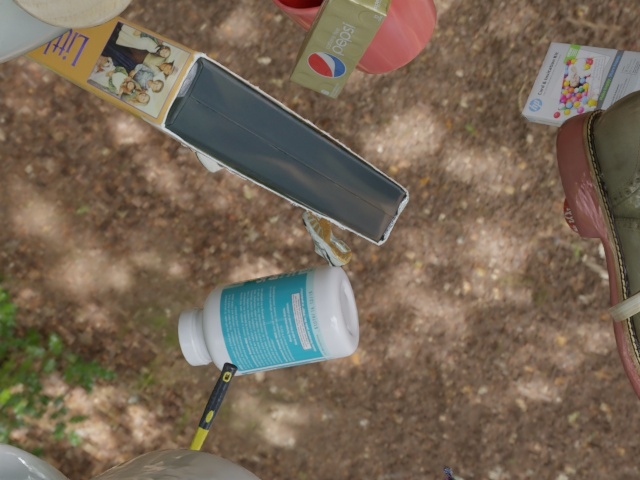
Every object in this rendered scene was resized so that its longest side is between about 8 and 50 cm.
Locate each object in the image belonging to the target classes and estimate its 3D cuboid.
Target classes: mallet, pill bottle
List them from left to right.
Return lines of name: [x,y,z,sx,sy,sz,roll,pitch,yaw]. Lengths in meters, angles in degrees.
mallet: [-0.140,0.243,1.197,0.062,0.039,0.189,30,98,-9]
pill bottle: [-0.082,0.128,1.494,0.264,0.146,0.146,-11,127,13]

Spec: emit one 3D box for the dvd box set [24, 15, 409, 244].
dvd box set: [-0.157,-0.138,0.853,0.420,0.062,0.308,29,-178,35]

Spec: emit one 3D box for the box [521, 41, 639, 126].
box: [0.455,-0.259,1.640,0.186,0.145,0.038,19,173,42]

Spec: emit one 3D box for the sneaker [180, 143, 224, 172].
sneaker: [-0.210,-0.230,1.840,0.118,0.107,0.279,-20,158,11]

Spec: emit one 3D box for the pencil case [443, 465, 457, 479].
pencil case: [0.135,0.234,0.697,0.152,0.070,0.064,35,98,4]

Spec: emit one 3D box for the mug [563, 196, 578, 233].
mug: [0.486,-0.034,1.563,0.169,0.113,0.150,4,113,68]

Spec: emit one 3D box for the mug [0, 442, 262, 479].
mug: [-0.208,0.314,0.796,0.374,0.328,0.276,45,104,9]

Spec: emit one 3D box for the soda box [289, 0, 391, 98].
soda box: [0.023,-0.229,1.044,0.061,0.058,0.181,22,156,-8]

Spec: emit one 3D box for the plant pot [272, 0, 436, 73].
plant pot: [0.073,-0.447,1.737,0.275,0.274,0.243,-1,152,34]

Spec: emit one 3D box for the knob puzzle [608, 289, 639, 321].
knob puzzle: [0.250,-0.004,0.593,0.030,0.213,0.213,60,141,11]

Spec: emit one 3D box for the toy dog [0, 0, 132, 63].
toy dog: [-0.221,-0.173,0.553,0.334,0.220,0.161,-29,111,3]

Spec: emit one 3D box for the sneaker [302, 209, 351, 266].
sneaker: [0.000,0.000,1.182,0.083,0.032,0.037,53,140,-7]

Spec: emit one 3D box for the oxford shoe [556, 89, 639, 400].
oxford shoe: [0.305,0.040,0.757,0.130,0.123,0.348,-27,83,42]
